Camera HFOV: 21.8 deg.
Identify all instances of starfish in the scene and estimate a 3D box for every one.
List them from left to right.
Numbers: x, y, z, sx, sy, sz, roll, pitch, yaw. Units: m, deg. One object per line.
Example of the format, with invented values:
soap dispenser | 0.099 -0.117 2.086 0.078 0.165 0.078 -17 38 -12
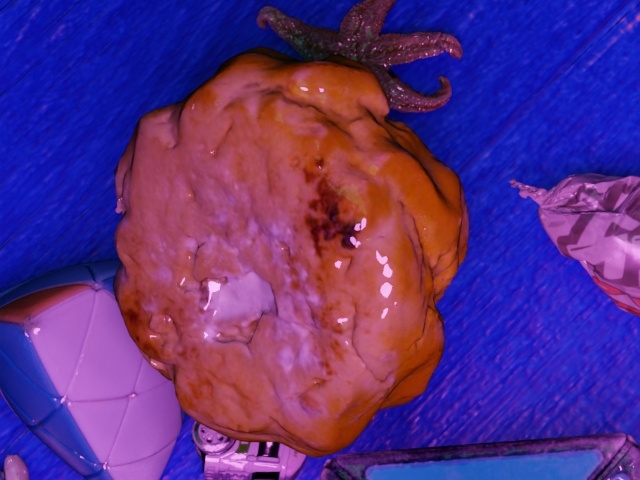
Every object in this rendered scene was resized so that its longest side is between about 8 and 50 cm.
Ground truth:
starfish | 0.031 -0.184 1.621 0.209 0.053 0.150 26 74 17

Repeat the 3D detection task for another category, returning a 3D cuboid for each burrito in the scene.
burrito | 0.375 0.029 1.476 0.445 0.101 0.139 15 81 11

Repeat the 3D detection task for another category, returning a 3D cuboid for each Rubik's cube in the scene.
Rubik's cube | -0.245 0.084 1.496 0.254 0.254 0.254 -3 73 8
Rubik's cube | 0.145 0.306 1.345 0.259 0.255 0.260 -8 72 7

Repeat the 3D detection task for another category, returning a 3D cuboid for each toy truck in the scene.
toy truck | -0.045 0.097 1.520 0.124 0.114 0.253 8 75 0

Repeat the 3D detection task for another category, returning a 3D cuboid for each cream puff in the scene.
cream puff | 0.001 -0.001 1.337 0.291 0.257 0.324 14 112 30

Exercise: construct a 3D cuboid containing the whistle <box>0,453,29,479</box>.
whistle | -0.311 0.255 1.530 0.114 0.077 0.236 -28 69 7
